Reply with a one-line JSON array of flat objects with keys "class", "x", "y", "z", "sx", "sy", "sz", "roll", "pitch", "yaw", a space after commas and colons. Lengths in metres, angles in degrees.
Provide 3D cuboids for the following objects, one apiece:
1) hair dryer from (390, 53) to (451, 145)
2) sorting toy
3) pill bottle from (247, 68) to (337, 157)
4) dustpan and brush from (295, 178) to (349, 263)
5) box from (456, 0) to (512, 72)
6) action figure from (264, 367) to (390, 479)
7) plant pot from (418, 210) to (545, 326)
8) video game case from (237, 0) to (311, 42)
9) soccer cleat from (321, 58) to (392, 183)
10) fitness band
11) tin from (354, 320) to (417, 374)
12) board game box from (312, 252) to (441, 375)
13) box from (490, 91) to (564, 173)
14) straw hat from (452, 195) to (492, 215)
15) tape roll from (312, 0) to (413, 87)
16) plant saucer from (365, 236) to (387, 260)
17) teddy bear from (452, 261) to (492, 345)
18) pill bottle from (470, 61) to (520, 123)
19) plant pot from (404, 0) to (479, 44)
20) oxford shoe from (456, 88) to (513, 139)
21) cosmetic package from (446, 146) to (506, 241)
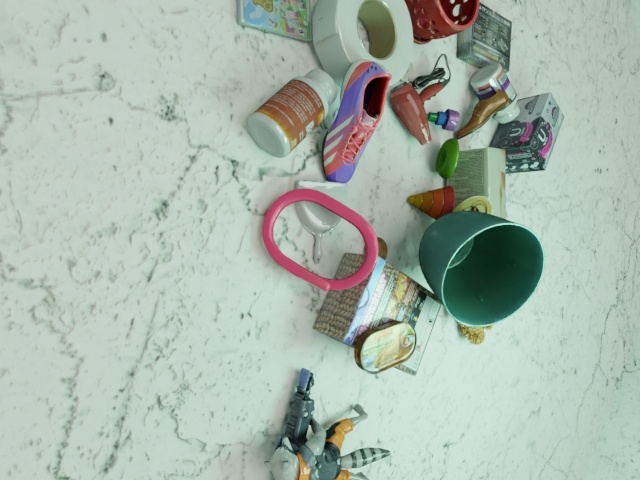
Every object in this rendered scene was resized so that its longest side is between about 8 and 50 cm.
[{"class": "hair dryer", "x": 0.310, "y": -0.433, "z": 1.213, "sx": 0.224, "sy": 0.080, "sz": 0.293, "roll": 4, "pitch": 92, "yaw": -22}, {"class": "sorting toy", "x": 0.348, "y": -0.240, "z": 1.272, "sx": 0.126, "sy": 0.127, "sz": 0.365, "roll": 8, "pitch": 84, "yaw": -4}, {"class": "pill bottle", "x": -0.059, "y": -0.305, "z": 0.961, "sx": 0.216, "sy": 0.121, "sz": 0.121, "roll": -49, "pitch": 117, "yaw": -22}, {"class": "dustpan and brush", "x": 0.000, "y": -0.044, "z": 1.060, "sx": 0.147, "sy": 0.060, "sz": 0.211, "roll": 2, "pitch": 85, "yaw": -22}, {"class": "box", "x": 0.570, "y": -0.695, "z": 1.407, "sx": 0.231, "sy": 0.056, "sz": 0.183, "roll": 2, "pitch": 91, "yaw": -34}, {"class": "action figure", "x": 0.012, "y": 0.504, "z": 1.018, "sx": 0.330, "sy": 0.178, "sz": 0.341, "roll": 7, "pitch": 90, "yaw": -44}, {"class": "plant pot", "x": 0.410, "y": 0.048, "z": 1.126, "sx": 0.293, "sy": 0.235, "sz": 0.293, "roll": -5, "pitch": 114, "yaw": -12}, {"class": "video game case", "x": -0.108, "y": -0.604, "z": 0.974, "sx": 0.193, "sy": 0.023, "sz": 0.212, "roll": -3, "pitch": 94, "yaw": -34}, {"class": "soccer cleat", "x": 0.086, "y": -0.274, "z": 1.007, "sx": 0.109, "sy": 0.116, "sz": 0.318, "roll": 2, "pitch": 118, "yaw": -30}, {"class": "fitness band", "x": 0.000, "y": 0.000, "z": 0.992, "sx": 0.291, "sy": 0.054, "sz": 0.209, "roll": 31, "pitch": 87, "yaw": -2}, {"class": "tin", "x": 0.163, "y": 0.263, "z": 1.017, "sx": 0.190, "sy": 0.040, "sz": 0.106, "roll": -9, "pitch": 102, "yaw": -33}, {"class": "board game box", "x": 0.165, "y": 0.202, "z": 1.122, "sx": 0.291, "sy": 0.141, "sz": 0.232, "roll": 33, "pitch": 74, "yaw": -30}, {"class": "box", "x": 0.748, "y": -0.386, "z": 1.475, "sx": 0.142, "sy": 0.163, "sz": 0.247, "roll": 36, "pitch": 72, "yaw": -31}, {"class": "straw hat", "x": 0.446, "y": -0.081, "z": 1.243, "sx": 0.145, "sy": 0.061, "sz": 0.144, "roll": -6, "pitch": 119, "yaw": -11}, {"class": "tape roll", "x": 0.116, "y": -0.540, "z": 1.069, "sx": 0.286, "sy": 0.100, "sz": 0.286, "roll": -5, "pitch": 98, "yaw": -38}, {"class": "plant saucer", "x": 0.160, "y": 0.031, "z": 1.187, "sx": 0.083, "sy": 0.015, "sz": 0.083, "roll": -1, "pitch": 92, "yaw": -34}, {"class": "teddy bear", "x": 0.523, "y": 0.195, "z": 1.383, "sx": 0.245, "sy": 0.113, "sz": 0.338, "roll": -17, "pitch": 102, "yaw": -35}, {"class": "pill bottle", "x": 0.613, "y": -0.506, "z": 1.414, "sx": 0.193, "sy": 0.108, "sz": 0.108, "roll": 43, "pitch": 69, "yaw": -28}, {"class": "plant pot", "x": 0.327, "y": -0.675, "z": 1.173, "sx": 0.191, "sy": 0.174, "sz": 0.191, "roll": -2, "pitch": 93, "yaw": -35}, {"class": "oxford shoe", "x": 0.530, "y": -0.419, "z": 1.360, "sx": 0.212, "sy": 0.076, "sz": 0.076, "roll": -40, "pitch": 92, "yaw": 5}, {"class": "cosmetic package", "x": 0.509, "y": -0.144, "z": 1.329, "sx": 0.129, "sy": 0.153, "sz": 0.296, "roll": -5, "pitch": 97, "yaw": -41}]
